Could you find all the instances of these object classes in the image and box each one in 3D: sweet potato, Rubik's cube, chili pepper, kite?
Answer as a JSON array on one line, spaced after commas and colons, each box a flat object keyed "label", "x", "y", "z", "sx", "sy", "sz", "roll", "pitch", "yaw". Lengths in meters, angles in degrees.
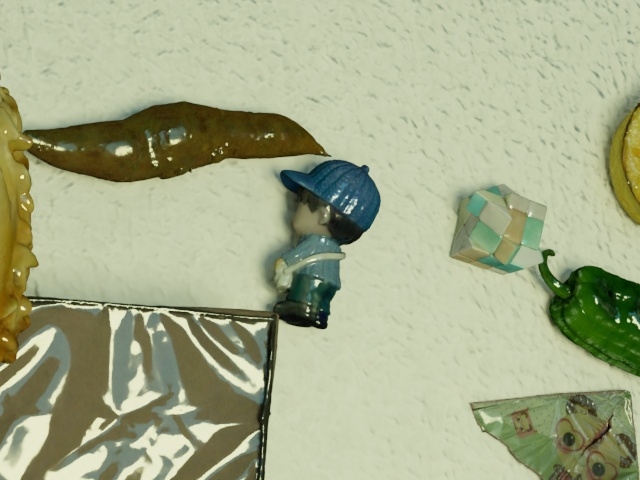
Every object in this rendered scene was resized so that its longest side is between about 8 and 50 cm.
[{"label": "sweet potato", "x": -0.119, "y": -0.085, "z": 1.217, "sx": 0.273, "sy": 0.067, "sz": 0.067, "roll": -4, "pitch": 82, "yaw": -22}, {"label": "Rubik's cube", "x": 0.166, "y": -0.014, "z": 1.308, "sx": 0.075, "sy": 0.073, "sz": 0.084, "roll": 1, "pitch": 82, "yaw": -22}, {"label": "chili pepper", "x": 0.318, "y": 0.083, "z": 1.355, "sx": 0.257, "sy": 0.074, "sz": 0.100, "roll": 20, "pitch": 71, "yaw": -22}, {"label": "kite", "x": 0.216, "y": 0.232, "z": 1.315, "sx": 0.229, "sy": 0.012, "sz": 0.250, "roll": 41, "pitch": 69, "yaw": -6}]

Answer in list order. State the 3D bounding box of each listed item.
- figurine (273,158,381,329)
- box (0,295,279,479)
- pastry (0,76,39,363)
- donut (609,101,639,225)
[{"label": "figurine", "x": 0.000, "y": 0.000, "z": 1.242, "sx": 0.086, "sy": 0.087, "sz": 0.149, "roll": 31, "pitch": 66, "yaw": -53}, {"label": "box", "x": -0.169, "y": 0.145, "z": 1.106, "sx": 0.252, "sy": 0.153, "sz": 0.188, "roll": 8, "pitch": 77, "yaw": -19}, {"label": "pastry", "x": -0.360, "y": 0.006, "z": 0.949, "sx": 0.245, "sy": 0.409, "sz": 0.410, "roll": 25, "pitch": 68, "yaw": -54}, {"label": "donut", "x": 0.363, "y": -0.083, "z": 1.399, "sx": 0.181, "sy": 0.078, "sz": 0.146, "roll": -9, "pitch": 83, "yaw": -16}]
